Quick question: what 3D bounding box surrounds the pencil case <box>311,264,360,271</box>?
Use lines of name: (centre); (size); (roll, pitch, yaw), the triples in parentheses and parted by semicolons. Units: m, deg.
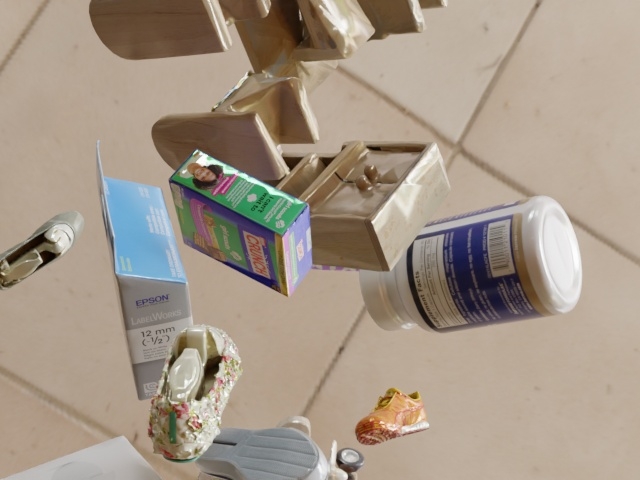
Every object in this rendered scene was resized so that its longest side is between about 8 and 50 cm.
pencil case: (0.000, 0.000, 1.533); (0.206, 0.086, 0.088); (4, 127, -4)

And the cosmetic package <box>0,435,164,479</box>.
cosmetic package: (-0.355, 0.441, 1.544); (0.224, 0.224, 0.138); (-16, 113, -30)

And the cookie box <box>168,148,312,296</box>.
cookie box: (-0.062, -0.013, 0.796); (0.107, 0.092, 0.040); (26, 60, 18)

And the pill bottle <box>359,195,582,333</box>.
pill bottle: (0.193, 0.040, 1.309); (0.264, 0.153, 0.153); (-13, 85, 34)

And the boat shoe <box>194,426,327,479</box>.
boat shoe: (-0.078, 0.338, 1.468); (0.109, 0.302, 0.094); (-43, 112, -28)

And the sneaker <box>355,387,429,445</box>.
sneaker: (0.088, 0.234, 1.329); (0.064, 0.175, 0.067); (-22, 78, 23)

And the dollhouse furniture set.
dollhouse furniture set: (-0.050, -0.177, 1.080); (0.362, 0.256, 0.394); (-50, 130, -38)

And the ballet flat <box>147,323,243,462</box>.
ballet flat: (-0.132, 0.139, 1.067); (0.091, 0.241, 0.077); (-2, 116, 0)

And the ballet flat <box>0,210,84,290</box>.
ballet flat: (-0.482, 0.021, 1.720); (0.213, 0.068, 0.072); (-37, 122, -32)

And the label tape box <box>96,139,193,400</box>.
label tape box: (-0.276, 0.043, 1.585); (0.115, 0.348, 0.249); (-9, 41, -13)

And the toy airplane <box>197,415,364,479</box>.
toy airplane: (-0.062, 0.546, 1.884); (0.384, 0.272, 0.386); (-40, 123, 5)
